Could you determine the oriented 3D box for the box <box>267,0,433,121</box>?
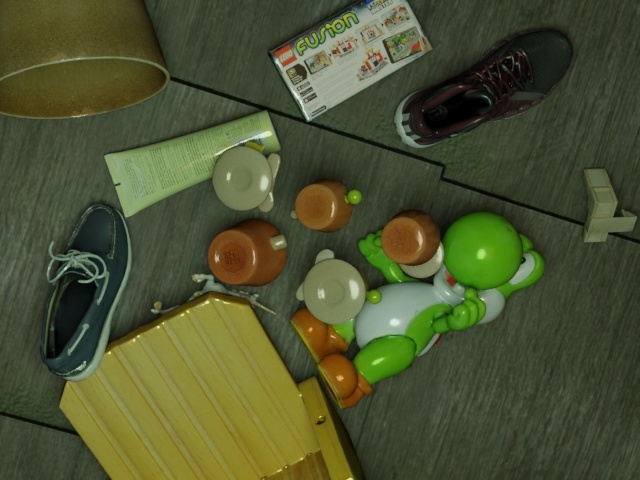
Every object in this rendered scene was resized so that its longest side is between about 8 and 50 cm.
[{"bbox_3d":[0.042,-0.267,1.400,0.207,0.036,0.114,-30,98,-2],"label":"box"}]

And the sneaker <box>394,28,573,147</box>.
[{"bbox_3d":[0.245,-0.206,1.365,0.281,0.162,0.106,-30,98,-2],"label":"sneaker"}]

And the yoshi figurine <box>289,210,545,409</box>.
[{"bbox_3d":[0.141,0.069,1.372,0.362,0.203,0.204,-28,92,-6],"label":"yoshi figurine"}]

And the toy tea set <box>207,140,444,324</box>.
[{"bbox_3d":[0.000,0.000,1.340,0.336,0.124,0.200,20,100,16],"label":"toy tea set"}]

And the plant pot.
[{"bbox_3d":[-0.332,-0.312,1.278,0.237,0.237,0.255,-10,82,-5],"label":"plant pot"}]

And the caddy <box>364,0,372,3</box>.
[{"bbox_3d":[0.055,-0.475,1.277,0.179,0.241,0.341,-36,96,5],"label":"caddy"}]

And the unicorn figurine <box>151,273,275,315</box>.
[{"bbox_3d":[-0.163,0.089,1.395,0.161,0.111,0.060,-19,69,17],"label":"unicorn figurine"}]

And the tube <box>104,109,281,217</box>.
[{"bbox_3d":[-0.176,-0.117,1.385,0.240,0.070,0.062,-20,138,-1],"label":"tube"}]

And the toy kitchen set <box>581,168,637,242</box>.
[{"bbox_3d":[0.424,-0.052,1.469,0.068,0.075,0.083,-2,136,-3],"label":"toy kitchen set"}]

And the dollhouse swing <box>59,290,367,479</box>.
[{"bbox_3d":[-0.147,0.303,1.299,0.346,0.315,0.305,-27,127,2],"label":"dollhouse swing"}]

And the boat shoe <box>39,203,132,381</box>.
[{"bbox_3d":[-0.321,0.058,1.325,0.095,0.079,0.255,4,66,18],"label":"boat shoe"}]
